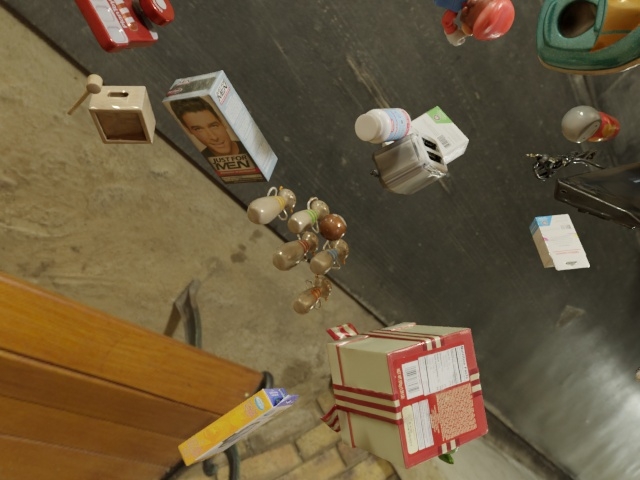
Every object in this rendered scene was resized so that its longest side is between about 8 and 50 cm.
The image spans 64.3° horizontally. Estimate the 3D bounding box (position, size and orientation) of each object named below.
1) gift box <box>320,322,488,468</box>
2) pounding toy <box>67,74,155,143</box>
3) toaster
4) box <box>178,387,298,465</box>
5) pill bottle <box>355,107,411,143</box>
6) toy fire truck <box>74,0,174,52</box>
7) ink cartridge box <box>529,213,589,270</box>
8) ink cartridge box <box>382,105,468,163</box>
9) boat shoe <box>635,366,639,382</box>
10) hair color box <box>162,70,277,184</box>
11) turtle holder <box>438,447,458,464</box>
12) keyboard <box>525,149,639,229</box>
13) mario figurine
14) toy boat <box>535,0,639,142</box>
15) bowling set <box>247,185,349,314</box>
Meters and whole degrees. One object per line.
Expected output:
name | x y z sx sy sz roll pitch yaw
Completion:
gift box | 0.149 0.300 1.070 0.276 0.258 0.255 -3 85 -28
pounding toy | -0.528 -0.344 1.270 0.181 0.094 0.206 -1 149 -5
toaster | 0.243 -0.210 1.386 0.146 0.129 0.227 -27 162 31
box | -0.092 0.215 0.607 0.136 0.028 0.081 -36 160 1
pill bottle | 0.160 -0.296 1.313 0.160 0.087 0.087 -21 132 -50
toy fire truck | -0.547 -0.641 1.321 0.169 0.254 0.302 -21 104 23
ink cartridge box | 0.702 0.017 1.502 0.104 0.181 0.061 -5 149 -3
ink cartridge box | 0.326 -0.298 1.615 0.219 0.160 0.092 -31 160 -8
boat shoe | 0.943 0.304 1.367 0.228 0.076 0.080 -35 122 12
hair color box | -0.309 -0.345 1.629 0.374 0.185 0.113 58 41 -46
turtle holder | 0.256 0.462 1.428 0.243 0.320 0.227 19 82 -20
keyboard | 0.406 -0.077 0.681 0.317 0.201 0.033 -11 126 -37
mario figurine | 0.358 -0.641 1.322 0.321 0.198 0.170 32 84 -5
toy boat | 0.511 -0.338 0.934 0.148 0.267 0.318 -4 99 -37
bowling set | 0.000 0.000 1.077 0.154 0.200 0.287 -34 103 -55
